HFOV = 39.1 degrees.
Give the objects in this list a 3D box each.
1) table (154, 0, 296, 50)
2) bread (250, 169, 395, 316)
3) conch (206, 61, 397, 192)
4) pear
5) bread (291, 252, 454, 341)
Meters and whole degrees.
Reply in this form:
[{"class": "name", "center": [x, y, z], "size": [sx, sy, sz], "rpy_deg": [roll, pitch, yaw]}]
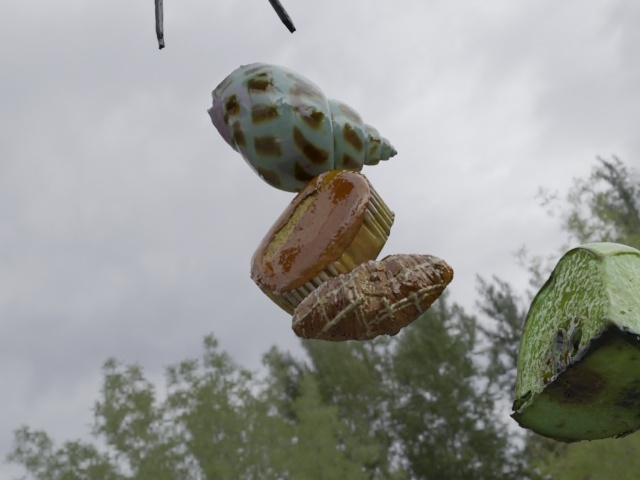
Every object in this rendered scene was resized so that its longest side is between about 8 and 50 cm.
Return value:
[{"class": "table", "center": [-0.203, -0.486, 1.590], "size": [0.317, 0.249, 0.317], "rpy_deg": [-16, -20, -6]}, {"class": "bread", "center": [0.000, 0.000, 1.676], "size": [0.288, 0.204, 0.156], "rpy_deg": [-51, -52, -8]}, {"class": "conch", "center": [-0.032, -0.218, 1.803], "size": [0.367, 0.250, 0.197], "rpy_deg": [-1, 13, -36]}, {"class": "pear", "center": [0.391, 0.137, 1.296], "size": [0.163, 0.255, 0.238], "rpy_deg": [25, -52, -11]}, {"class": "bread", "center": [0.065, 0.079, 1.193], "size": [0.232, 0.105, 0.076], "rpy_deg": [-21, -20, 8]}]
